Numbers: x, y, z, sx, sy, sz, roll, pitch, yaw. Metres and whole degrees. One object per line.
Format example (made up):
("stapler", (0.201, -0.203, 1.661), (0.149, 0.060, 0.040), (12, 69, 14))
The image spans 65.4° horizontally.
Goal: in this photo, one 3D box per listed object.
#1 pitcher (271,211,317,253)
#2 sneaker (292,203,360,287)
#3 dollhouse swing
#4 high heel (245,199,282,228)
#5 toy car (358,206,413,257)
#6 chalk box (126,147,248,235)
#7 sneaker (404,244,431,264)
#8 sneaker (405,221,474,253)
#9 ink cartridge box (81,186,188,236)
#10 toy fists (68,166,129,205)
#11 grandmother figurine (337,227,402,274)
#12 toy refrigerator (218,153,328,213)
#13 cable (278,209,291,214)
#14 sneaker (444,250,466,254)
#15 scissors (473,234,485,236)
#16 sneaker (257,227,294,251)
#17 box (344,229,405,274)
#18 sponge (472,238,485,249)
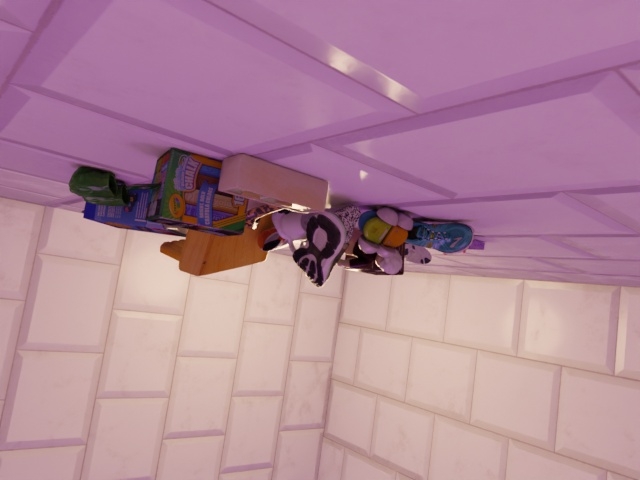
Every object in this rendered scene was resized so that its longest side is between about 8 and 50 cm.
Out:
("pitcher", (-0.076, -0.037, 1.750), (0.125, 0.178, 0.207), (-26, -169, -29))
("sneaker", (0.038, 0.019, 1.656), (0.182, 0.158, 0.410), (-32, 166, -29))
("dollhouse swing", (-0.406, -0.040, 1.933), (0.305, 0.315, 0.346), (36, -152, 29))
("high heel", (-0.146, -0.086, 1.514), (0.186, 0.093, 0.261), (13, 151, 3))
("toy car", (0.196, -0.042, 1.614), (0.181, 0.159, 0.136), (13, -152, -41))
("chalk box", (-0.351, -0.126, 1.314), (0.288, 0.179, 0.180), (13, 173, -30))
("sneaker", (0.407, 0.062, 2.347), (0.234, 0.094, 0.153), (7, 175, 14))
("sneaker", (0.369, -0.013, 1.647), (0.275, 0.107, 0.109), (3, 176, 39))
("ink cartridge box", (-0.742, -0.120, 1.993), (0.394, 0.151, 0.270), (9, 174, 9))
("toy fists", (-0.761, -0.182, 1.711), (0.142, 0.096, 0.279), (-1, 173, -7))
("grandmother figurine", (0.139, 0.014, 1.765), (0.342, 0.208, 0.104), (29, 180, 26))
("toy refrigerator", (-0.117, -0.136, 1.285), (0.269, 0.094, 0.102), (14, 172, -38))
("cable", (-0.148, -0.133, 1.602), (0.150, 0.047, 0.184), (19, 166, -19))
("sneaker", (0.426, 0.003, 1.757), (0.208, 0.094, 0.081), (1, 158, 35))
("scissors", (0.439, -0.029, 1.825), (0.296, 0.021, 0.109), (6, 171, 35))
("sneaker", (-0.109, -0.035, 1.912), (0.262, 0.099, 0.121), (-20, 173, 7))
("box", (0.233, 0.053, 2.118), (0.203, 0.167, 0.168), (13, 168, -40))
("sponge", (0.541, 0.012, 2.013), (0.117, 0.031, 0.210), (14, 172, -41))
